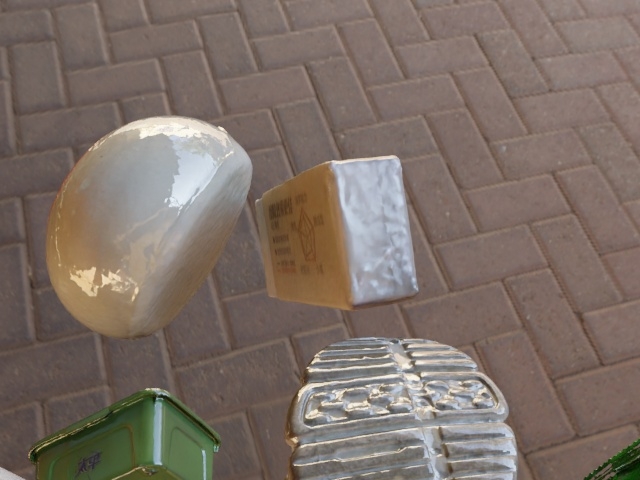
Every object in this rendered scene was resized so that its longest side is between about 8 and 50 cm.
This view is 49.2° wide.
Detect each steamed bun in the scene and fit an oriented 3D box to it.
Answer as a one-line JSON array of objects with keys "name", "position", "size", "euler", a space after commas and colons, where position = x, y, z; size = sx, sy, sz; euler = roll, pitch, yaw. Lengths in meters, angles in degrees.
[{"name": "steamed bun", "position": [-0.216, -0.028, 0.835], "size": [0.177, 0.283, 0.283], "euler": [29, 60, 4]}]

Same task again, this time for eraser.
[{"name": "eraser", "position": [0.000, 0.000, 0.800], "size": [0.078, 0.343, 0.144], "euler": [-8, 90, -18]}]

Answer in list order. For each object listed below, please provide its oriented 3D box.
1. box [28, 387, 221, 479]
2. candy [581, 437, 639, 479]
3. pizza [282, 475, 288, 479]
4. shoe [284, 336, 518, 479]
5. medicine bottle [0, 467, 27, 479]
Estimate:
[{"name": "box", "position": [-0.379, 0.461, 1.361], "size": [0.328, 0.253, 0.178], "euler": [-26, 42, 12]}, {"name": "candy", "position": [0.518, 0.404, 1.055], "size": [0.141, 0.078, 0.203], "euler": [-43, 72, 4]}, {"name": "pizza", "position": [-0.095, 0.488, 1.105], "size": [0.287, 0.280, 0.075], "euler": [-43, 105, -18]}, {"name": "shoe", "position": [0.049, 0.243, 0.530], "size": [0.171, 0.198, 0.351], "euler": [5, 42, -2]}, {"name": "medicine bottle", "position": [-0.249, 0.338, 0.692], "size": [0.341, 0.130, 0.130], "euler": [33, 59, -8]}]
